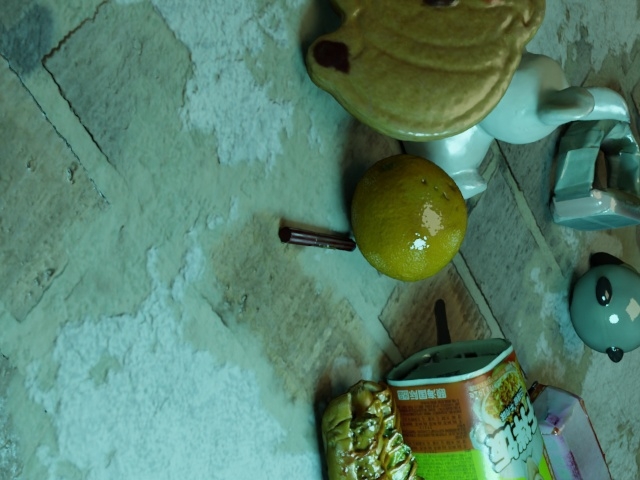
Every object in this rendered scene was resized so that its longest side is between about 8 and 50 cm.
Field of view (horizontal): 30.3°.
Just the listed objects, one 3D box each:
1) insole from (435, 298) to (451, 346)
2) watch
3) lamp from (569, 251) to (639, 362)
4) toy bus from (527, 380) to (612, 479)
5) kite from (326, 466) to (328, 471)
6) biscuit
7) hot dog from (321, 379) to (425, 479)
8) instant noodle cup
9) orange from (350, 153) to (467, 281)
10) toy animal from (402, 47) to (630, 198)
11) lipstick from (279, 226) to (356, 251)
[{"bbox_3d":[0.224,0.173,2.165,0.045,0.002,0.135,-23,109,-49],"label":"insole"},{"bbox_3d":[0.587,-0.151,2.480,0.253,0.161,0.241,12,75,-51],"label":"watch"},{"bbox_3d":[0.622,0.133,2.521,0.244,0.197,0.198,-58,137,-62],"label":"lamp"},{"bbox_3d":[0.485,0.431,2.388,0.127,0.147,0.303,-48,125,-31],"label":"toy bus"},{"bbox_3d":[0.075,0.424,1.988,0.234,0.016,0.321,54,53,-36],"label":"kite"},{"bbox_3d":[0.178,-0.373,1.862,0.349,0.078,0.455,14,76,-6],"label":"biscuit"},{"bbox_3d":[0.093,0.397,1.905,0.158,0.117,0.349,-21,108,-51],"label":"hot dog"},{"bbox_3d":[0.254,0.345,2.024,0.294,0.294,0.308,-23,101,-47],"label":"instant noodle cup"},{"bbox_3d":[0.141,-0.039,1.912,0.206,0.206,0.206,-3,94,-50],"label":"orange"},{"bbox_3d":[0.316,-0.210,1.990,0.196,0.367,0.241,-13,90,-52],"label":"toy animal"},{"bbox_3d":[0.000,-0.001,1.870,0.176,0.027,0.027,9,85,-51],"label":"lipstick"}]
